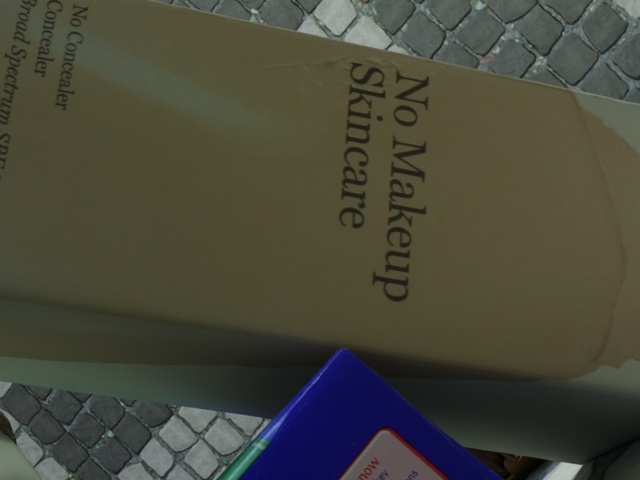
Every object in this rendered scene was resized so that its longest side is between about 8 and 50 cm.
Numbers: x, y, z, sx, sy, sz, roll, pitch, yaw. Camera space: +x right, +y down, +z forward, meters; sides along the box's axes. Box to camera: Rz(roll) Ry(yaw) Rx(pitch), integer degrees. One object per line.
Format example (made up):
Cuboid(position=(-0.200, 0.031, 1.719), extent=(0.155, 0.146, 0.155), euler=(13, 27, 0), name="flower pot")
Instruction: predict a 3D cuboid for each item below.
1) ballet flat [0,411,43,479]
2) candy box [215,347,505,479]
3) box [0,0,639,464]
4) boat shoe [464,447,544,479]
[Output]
Cuboid(position=(-0.115, 0.139, 0.343), extent=(0.108, 0.106, 0.316), euler=(92, -177, -45), name="ballet flat")
Cuboid(position=(-0.068, 0.216, 0.539), extent=(0.268, 0.122, 0.317), euler=(-47, -6, -27), name="candy box")
Cuboid(position=(0.000, 0.000, 0.557), extent=(0.121, 0.311, 0.148), euler=(125, 151, -64), name="box")
Cuboid(position=(0.104, 0.103, 0.700), extent=(0.060, 0.064, 0.178), euler=(-49, -8, -48), name="boat shoe")
